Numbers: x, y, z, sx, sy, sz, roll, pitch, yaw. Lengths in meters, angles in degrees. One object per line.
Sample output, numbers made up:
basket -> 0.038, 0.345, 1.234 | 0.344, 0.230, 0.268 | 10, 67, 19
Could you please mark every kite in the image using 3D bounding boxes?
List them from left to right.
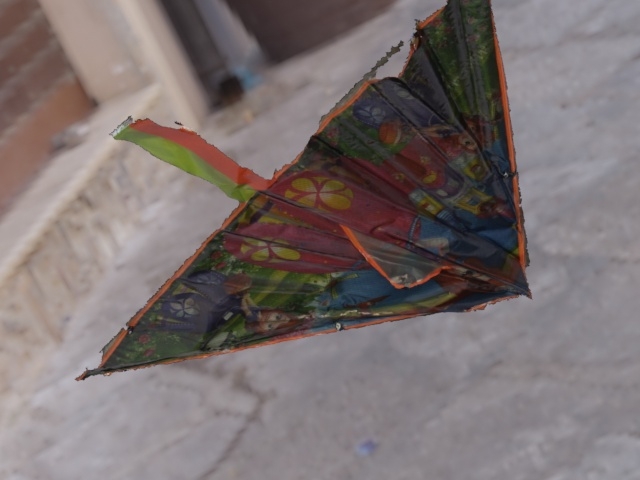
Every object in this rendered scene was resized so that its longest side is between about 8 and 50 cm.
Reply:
kite -> 0.000, 0.000, 0.613 | 0.241, 0.183, 0.014 | -38, 42, 33
